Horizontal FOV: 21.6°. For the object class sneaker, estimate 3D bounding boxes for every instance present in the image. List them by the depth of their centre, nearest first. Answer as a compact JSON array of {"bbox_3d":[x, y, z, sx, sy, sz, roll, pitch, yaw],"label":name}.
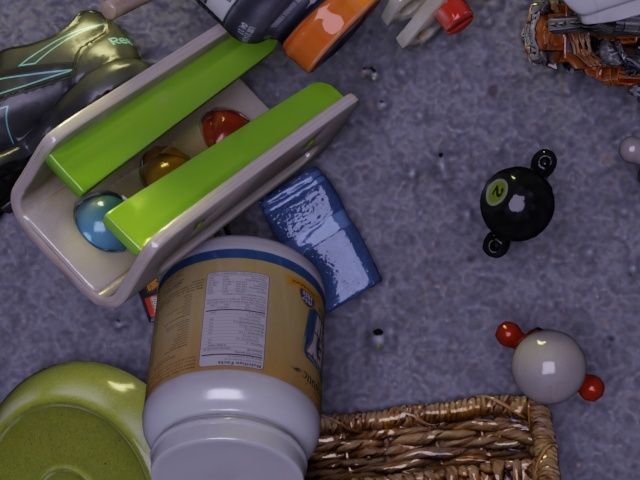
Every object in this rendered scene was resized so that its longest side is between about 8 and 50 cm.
[{"bbox_3d":[-0.272,-0.102,1.490,0.267,0.101,0.106,-32,70,3],"label":"sneaker"}]

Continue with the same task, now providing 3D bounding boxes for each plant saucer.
[{"bbox_3d":[-0.212,0.227,1.463,0.241,0.037,0.241,1,93,26],"label":"plant saucer"}]

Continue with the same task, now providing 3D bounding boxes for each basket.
[{"bbox_3d":[0.051,0.254,1.370,0.299,0.213,0.223,-6,90,9],"label":"basket"}]

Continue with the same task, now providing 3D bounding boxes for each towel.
[{"bbox_3d":[0.000,0.000,1.470,0.067,0.029,0.119,-29,85,8],"label":"towel"}]

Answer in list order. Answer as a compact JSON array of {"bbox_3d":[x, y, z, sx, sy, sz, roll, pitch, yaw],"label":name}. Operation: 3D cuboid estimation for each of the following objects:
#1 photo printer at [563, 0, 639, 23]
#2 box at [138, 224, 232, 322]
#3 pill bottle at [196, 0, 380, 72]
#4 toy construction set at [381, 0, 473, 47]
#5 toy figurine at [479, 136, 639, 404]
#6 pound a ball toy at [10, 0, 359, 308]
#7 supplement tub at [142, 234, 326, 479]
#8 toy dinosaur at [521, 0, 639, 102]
[{"bbox_3d":[0.279,-0.289,1.298,0.256,0.307,0.107,-17,117,7],"label":"photo printer"},{"bbox_3d":[-0.129,-0.006,1.489,0.094,0.027,0.137,-20,88,9],"label":"box"},{"bbox_3d":[-0.065,-0.247,1.338,0.245,0.130,0.130,45,96,0],"label":"pill bottle"},{"bbox_3d":[0.034,-0.322,1.393,0.215,0.151,0.328,-42,85,22],"label":"toy construction set"},{"bbox_3d":[0.240,0.023,1.374,0.209,0.148,0.213,-9,88,9],"label":"toy figurine"},{"bbox_3d":[-0.125,-0.107,1.389,0.208,0.319,0.136,45,138,5],"label":"pound a ball toy"},{"bbox_3d":[-0.070,0.111,1.378,0.144,0.144,0.200,-4,51,9],"label":"supplement tub"},{"bbox_3d":[0.308,-0.157,1.321,0.322,0.218,0.164,35,116,48],"label":"toy dinosaur"}]
